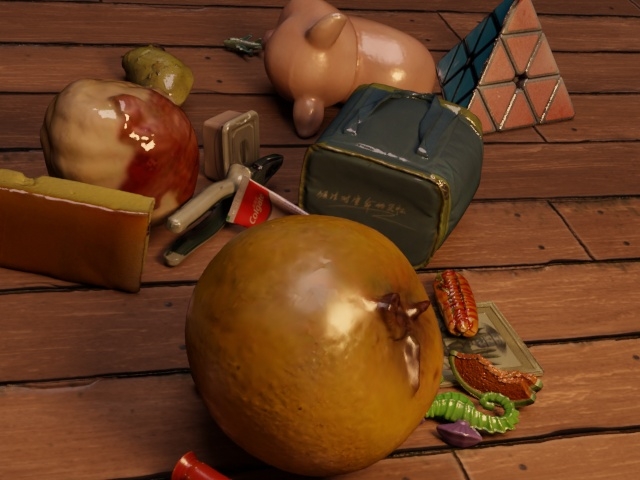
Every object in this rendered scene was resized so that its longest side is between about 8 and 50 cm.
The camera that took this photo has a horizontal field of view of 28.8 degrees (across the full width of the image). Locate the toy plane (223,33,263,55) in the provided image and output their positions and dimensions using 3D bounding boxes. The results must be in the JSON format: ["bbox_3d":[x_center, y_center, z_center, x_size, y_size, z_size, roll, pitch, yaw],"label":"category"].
[{"bbox_3d":[-0.152,-0.388,2.483,0.083,0.033,0.080,1,35,-3],"label":"toy plane"}]

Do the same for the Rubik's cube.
[{"bbox_3d":[0.346,-0.322,2.436,0.229,0.233,0.228,-22,77,12],"label":"Rubik's cube"}]

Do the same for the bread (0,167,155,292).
[{"bbox_3d":[-0.422,-0.028,1.775,0.361,0.138,0.077,11,32,-1],"label":"bread"}]

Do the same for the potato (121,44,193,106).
[{"bbox_3d":[-0.296,-0.294,2.258,0.105,0.085,0.188,-33,47,-19],"label":"potato"}]

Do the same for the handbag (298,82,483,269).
[{"bbox_3d":[0.115,-0.105,1.985,0.263,0.222,0.241,20,39,14],"label":"handbag"}]

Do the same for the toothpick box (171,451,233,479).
[{"bbox_3d":[-0.135,0.289,1.481,0.083,0.047,0.047,27,37,24],"label":"toothpick box"}]

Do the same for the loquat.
[{"bbox_3d":[-0.027,0.127,1.543,0.359,0.328,0.328,-20,14,38],"label":"loquat"}]

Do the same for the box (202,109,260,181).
[{"bbox_3d":[-0.149,-0.155,2.068,0.062,0.122,0.089,18,33,30],"label":"box"}]

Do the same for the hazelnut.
[{"bbox_3d":[-0.302,-0.146,1.887,0.261,0.261,0.241,21,70,14],"label":"hazelnut"}]

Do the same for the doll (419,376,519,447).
[{"bbox_3d":[0.173,0.222,1.672,0.190,0.050,0.115,15,41,2],"label":"doll"}]

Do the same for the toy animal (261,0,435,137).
[{"bbox_3d":[0.048,-0.324,2.311,0.326,0.237,0.269,20,24,8],"label":"toy animal"}]

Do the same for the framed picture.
[{"bbox_3d":[0.188,0.152,1.812,0.231,0.010,0.173,-5,37,-23],"label":"framed picture"}]

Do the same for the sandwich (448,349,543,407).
[{"bbox_3d":[0.234,0.190,1.716,0.135,0.067,0.029,27,40,3],"label":"sandwich"}]

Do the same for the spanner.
[{"bbox_3d":[-0.147,-0.066,1.953,0.040,0.095,0.325,24,36,19],"label":"spanner"}]

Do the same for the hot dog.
[{"bbox_3d":[0.203,0.093,1.857,0.062,0.038,0.144,6,34,-10],"label":"hot dog"}]

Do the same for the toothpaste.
[{"bbox_3d":[0.000,0.000,1.907,0.301,0.075,0.048,27,43,6],"label":"toothpaste"}]
